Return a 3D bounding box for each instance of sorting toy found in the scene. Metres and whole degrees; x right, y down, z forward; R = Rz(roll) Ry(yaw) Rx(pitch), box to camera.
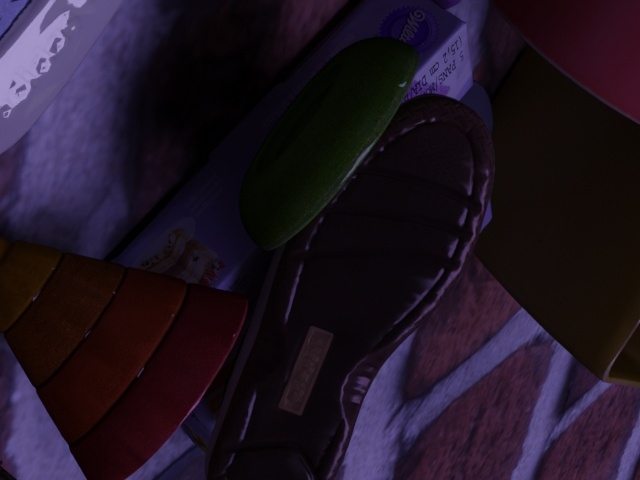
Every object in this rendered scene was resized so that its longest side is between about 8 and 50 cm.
[{"bbox_3d":[-0.049,-0.060,0.890,0.365,0.126,0.127,-55,-168,-10],"label":"sorting toy"}]

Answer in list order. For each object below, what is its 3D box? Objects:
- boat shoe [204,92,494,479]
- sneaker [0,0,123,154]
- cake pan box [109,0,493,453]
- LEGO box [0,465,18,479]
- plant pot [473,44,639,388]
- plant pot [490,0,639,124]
[{"bbox_3d":[0.007,0.031,0.985,0.257,0.095,0.095,-59,-170,9],"label":"boat shoe"},{"bbox_3d":[-0.091,-0.199,0.612,0.148,0.131,0.350,41,70,-40],"label":"sneaker"},{"bbox_3d":[0.000,0.000,1.094,0.267,0.070,0.246,-47,157,-16],"label":"cake pan box"},{"bbox_3d":[-0.258,0.294,0.615,0.500,0.372,0.193,-58,156,4],"label":"LEGO box"},{"bbox_3d":[0.212,-0.032,1.297,0.212,0.187,0.212,-58,156,7],"label":"plant pot"},{"bbox_3d":[0.239,-0.204,1.066,0.243,0.275,0.275,-55,158,23],"label":"plant pot"}]
